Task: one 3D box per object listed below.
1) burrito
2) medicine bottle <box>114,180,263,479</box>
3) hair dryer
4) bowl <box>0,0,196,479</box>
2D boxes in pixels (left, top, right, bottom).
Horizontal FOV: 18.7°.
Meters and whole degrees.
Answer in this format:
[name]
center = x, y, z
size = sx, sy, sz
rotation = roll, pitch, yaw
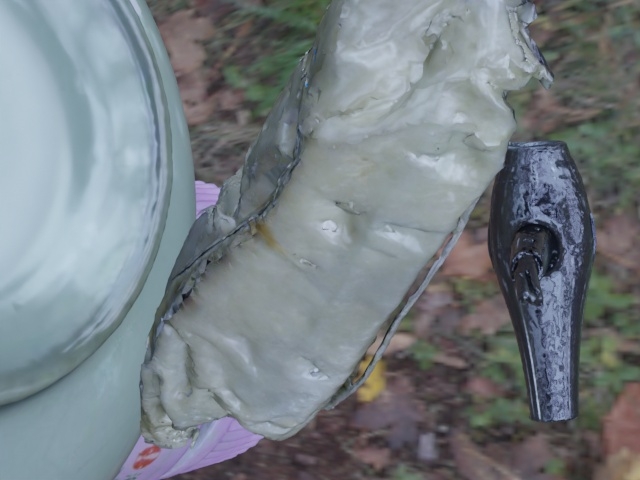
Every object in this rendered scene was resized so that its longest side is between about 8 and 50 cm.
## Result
[burrito]
center = -0.002, -0.001, 0.540
size = 0.063, 0.229, 0.058
rotation = 23, 46, -8
[medicine bottle]
center = -0.157, 0.055, 1.005
size = 0.291, 0.178, 0.178
rotation = -6, 90, -55
[hair dryer]
center = 0.141, 0.036, 1.266
size = 0.075, 0.219, 0.195
rotation = -4, 96, 11
[bowl]
center = -0.172, -0.021, 0.658
size = 0.354, 0.185, 0.354
rotation = 10, 75, -39
